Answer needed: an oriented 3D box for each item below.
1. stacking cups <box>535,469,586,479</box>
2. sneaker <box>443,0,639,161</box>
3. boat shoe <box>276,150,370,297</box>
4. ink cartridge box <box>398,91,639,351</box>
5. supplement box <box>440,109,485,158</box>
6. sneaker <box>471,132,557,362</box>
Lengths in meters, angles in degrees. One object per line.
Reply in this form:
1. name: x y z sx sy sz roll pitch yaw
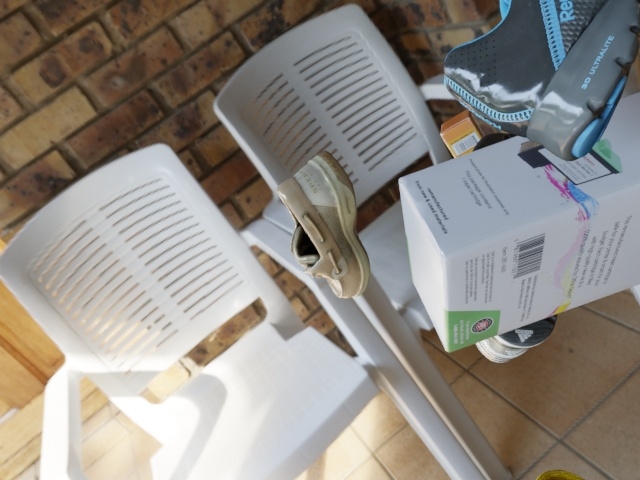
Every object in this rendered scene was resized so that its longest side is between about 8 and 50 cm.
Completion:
1. stacking cups: 0.246 0.419 0.719 0.096 0.316 0.096 11 36 -8
2. sneaker: 0.228 -0.239 0.466 0.139 0.125 0.341 28 81 22
3. boat shoe: 0.000 0.000 0.938 0.110 0.341 0.122 -32 53 -13
4. ink cartridge box: 0.242 -0.013 0.618 0.278 0.201 0.117 -20 51 -1
5. supplement box: 0.362 -0.174 1.281 0.080 0.233 0.078 -27 18 25
6. sneaker: 0.338 0.023 1.121 0.169 0.257 0.448 6 63 3
